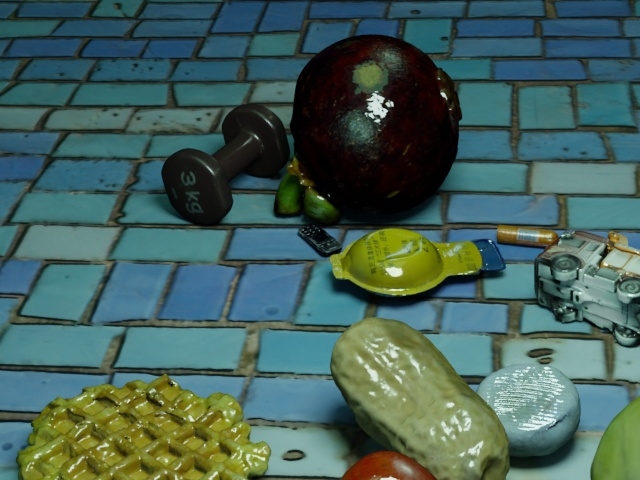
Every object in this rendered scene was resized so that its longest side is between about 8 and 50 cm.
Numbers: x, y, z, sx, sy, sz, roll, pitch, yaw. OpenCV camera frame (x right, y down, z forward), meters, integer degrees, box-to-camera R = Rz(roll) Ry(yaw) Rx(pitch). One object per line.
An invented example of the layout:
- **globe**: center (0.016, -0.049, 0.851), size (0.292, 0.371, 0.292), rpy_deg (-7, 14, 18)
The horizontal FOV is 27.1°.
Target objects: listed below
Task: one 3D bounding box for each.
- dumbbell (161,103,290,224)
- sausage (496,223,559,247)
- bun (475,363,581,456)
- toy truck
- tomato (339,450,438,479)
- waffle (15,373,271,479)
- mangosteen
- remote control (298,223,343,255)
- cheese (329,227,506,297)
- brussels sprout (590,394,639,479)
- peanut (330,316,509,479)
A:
- **dumbbell**: center (-0.161, -0.133, 2.291), size (0.124, 0.140, 0.225), rpy_deg (6, 34, 34)
- **sausage**: center (0.336, -0.006, 2.135), size (0.107, 0.031, 0.031), rpy_deg (8, 34, 15)
- **bun**: center (0.270, 0.228, 1.732), size (0.140, 0.083, 0.141), rpy_deg (-7, 40, 6)
- **toy truck**: center (0.450, 0.071, 1.926), size (0.270, 0.114, 0.135), rpy_deg (20, 43, 33)
- **tomato**: center (0.079, 0.327, 1.541), size (0.167, 0.167, 0.167), rpy_deg (-3, 32, 2)
- **waffle**: center (-0.226, 0.277, 1.707), size (0.324, 0.068, 0.302), rpy_deg (1, 29, -6)
- **mangosteen**: center (0.058, -0.180, 2.209), size (0.359, 0.306, 0.306), rpy_deg (-19, 30, 14)
- **remote control**: center (0.000, 0.000, 2.178), size (0.039, 0.014, 0.096), rpy_deg (-20, 34, -23)
- **cheese**: center (0.151, 0.031, 2.062), size (0.270, 0.069, 0.177), rpy_deg (-5, 33, -8)
- **brussels sprout**: center (0.448, 0.286, 1.447), size (0.344, 0.268, 0.344), rpy_deg (1, 38, -1)
- **peanut**: center (0.133, 0.219, 1.695), size (0.143, 0.159, 0.291), rpy_deg (-52, 51, 8)
